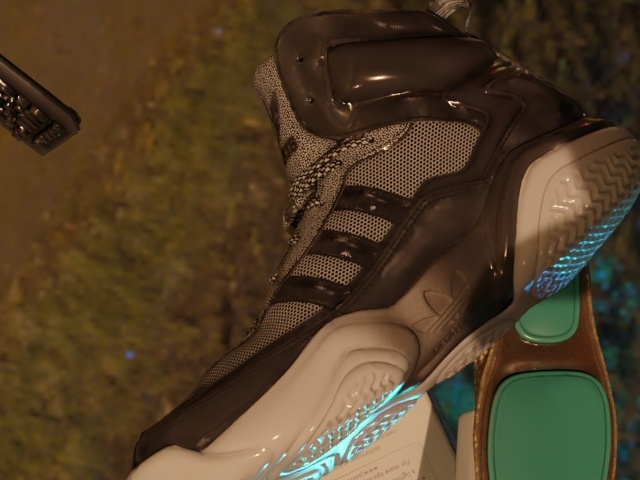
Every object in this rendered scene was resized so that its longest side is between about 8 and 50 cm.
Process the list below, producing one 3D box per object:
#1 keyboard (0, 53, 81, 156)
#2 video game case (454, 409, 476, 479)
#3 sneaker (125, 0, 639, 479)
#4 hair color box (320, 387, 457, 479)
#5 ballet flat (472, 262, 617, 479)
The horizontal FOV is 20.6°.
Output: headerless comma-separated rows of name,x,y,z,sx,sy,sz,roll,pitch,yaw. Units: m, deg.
keyboard,-0.343,-0.171,1.424,0.033,0.317,0.201,-56,-165,-16
video game case,0.161,0.249,1.355,0.173,0.022,0.190,39,40,-32
sneaker,0.000,0.000,0.751,0.268,0.153,0.101,-36,164,-18
hair color box,0.078,0.306,1.518,0.339,0.185,0.110,66,5,14
ballet flat,0.106,0.066,0.875,0.067,0.073,0.206,110,-16,-71
